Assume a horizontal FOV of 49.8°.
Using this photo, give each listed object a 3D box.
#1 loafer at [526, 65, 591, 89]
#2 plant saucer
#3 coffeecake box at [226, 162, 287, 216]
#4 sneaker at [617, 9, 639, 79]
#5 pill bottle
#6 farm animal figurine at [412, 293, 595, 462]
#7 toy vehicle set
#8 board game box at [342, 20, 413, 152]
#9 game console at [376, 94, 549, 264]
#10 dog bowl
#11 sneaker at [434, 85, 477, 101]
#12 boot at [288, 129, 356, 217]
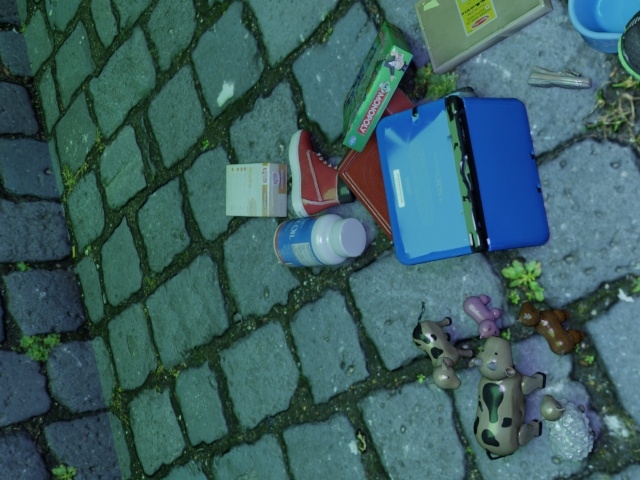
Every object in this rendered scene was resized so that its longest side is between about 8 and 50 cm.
[{"bbox_3d":[0.439,-0.302,1.270,0.125,0.045,0.039,17,97,47],"label":"loafer"},{"bbox_3d":[0.156,-0.140,1.445,0.258,0.047,0.259,53,133,16],"label":"plant saucer"},{"bbox_3d":[-0.176,-0.136,1.877,0.185,0.068,0.142,4,94,45],"label":"coffeecake box"},{"bbox_3d":[0.643,-0.274,0.885,0.482,0.202,0.185,10,80,28],"label":"sneaker"},{"bbox_3d":[0.000,0.000,1.666,0.221,0.124,0.124,-7,87,44],"label":"pill bottle"},{"bbox_3d":[0.324,0.258,1.311,0.330,0.172,0.327,-16,80,44],"label":"farm animal figurine"},{"bbox_3d":[0.319,-0.471,1.389,0.267,0.035,0.166,-24,75,43],"label":"toy vehicle set"},{"bbox_3d":[0.112,-0.333,1.451,0.213,0.046,0.317,-61,10,24],"label":"board game box"},{"bbox_3d":[0.269,-0.113,1.320,0.250,0.173,0.293,-13,81,32],"label":"game console"},{"bbox_3d":[0.548,-0.395,1.133,0.297,0.074,0.166,18,104,43],"label":"dog bowl"},{"bbox_3d":[0.261,-0.195,1.429,0.125,0.104,0.262,50,133,22],"label":"sneaker"},{"bbox_3d":[0.017,-0.183,1.686,0.176,0.088,0.244,-16,60,18],"label":"boot"}]
